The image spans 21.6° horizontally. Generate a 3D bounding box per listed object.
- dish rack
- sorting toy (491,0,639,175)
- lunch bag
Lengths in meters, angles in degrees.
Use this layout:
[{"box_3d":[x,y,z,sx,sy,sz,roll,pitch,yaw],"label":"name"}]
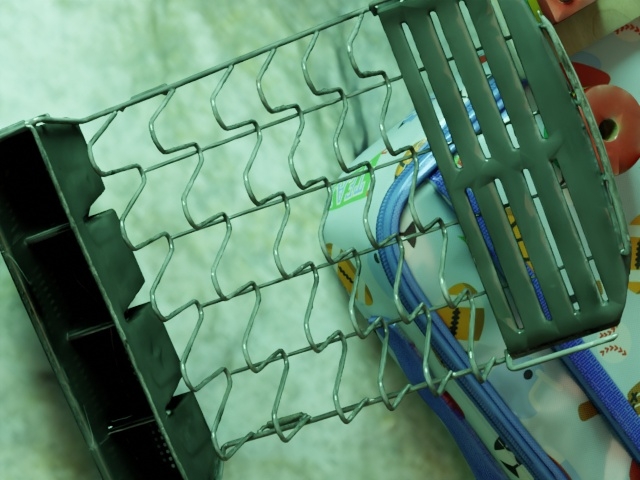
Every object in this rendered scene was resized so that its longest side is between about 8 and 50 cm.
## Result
[{"box_3d":[0.000,0.000,0.777,0.271,0.074,0.208,-19,102,15],"label":"dish rack"},{"box_3d":[0.125,-0.175,0.813,0.132,0.046,0.274,-30,100,-21],"label":"sorting toy"},{"box_3d":[0.156,0.037,0.910,0.243,0.115,0.303,-43,107,-19],"label":"lunch bag"}]
